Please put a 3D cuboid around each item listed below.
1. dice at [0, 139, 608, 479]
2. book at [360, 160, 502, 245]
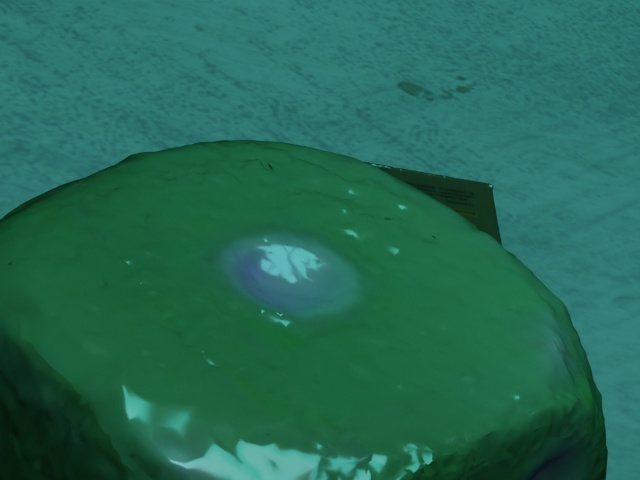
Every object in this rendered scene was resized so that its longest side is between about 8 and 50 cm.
[{"bbox_3d":[-0.045,0.152,1.098,0.322,0.330,0.318,-17,43,-40],"label":"dice"},{"bbox_3d":[0.055,0.052,1.504,0.216,0.021,0.310,9,46,-13],"label":"book"}]
